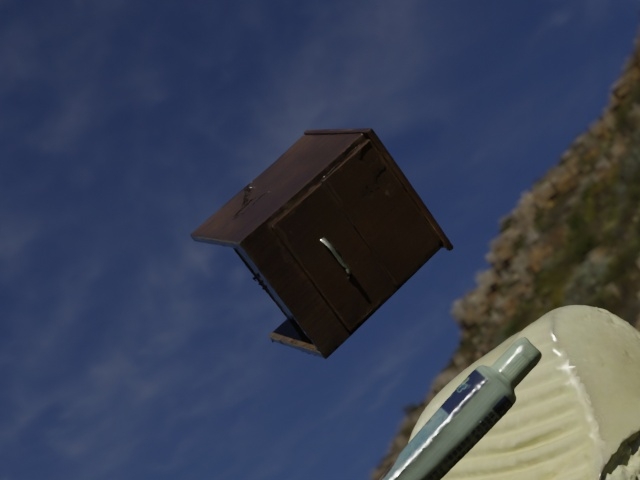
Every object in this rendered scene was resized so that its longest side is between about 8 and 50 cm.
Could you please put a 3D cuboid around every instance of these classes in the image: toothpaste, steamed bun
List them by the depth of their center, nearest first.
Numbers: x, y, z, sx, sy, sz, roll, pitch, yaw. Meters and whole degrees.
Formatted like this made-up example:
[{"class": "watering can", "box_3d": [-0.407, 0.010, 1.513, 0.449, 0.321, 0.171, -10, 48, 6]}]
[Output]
[{"class": "toothpaste", "box_3d": [0.075, 0.151, 1.027, 0.216, 0.037, 0.062, -47, -23, -2]}, {"class": "steamed bun", "box_3d": [0.247, 0.229, 1.378, 0.272, 0.274, 0.290, 23, -40, -35]}]

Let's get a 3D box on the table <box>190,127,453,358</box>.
[{"class": "table", "box_3d": [0.000, 0.000, 1.635, 0.193, 0.169, 0.172, -41, 19, -16]}]
